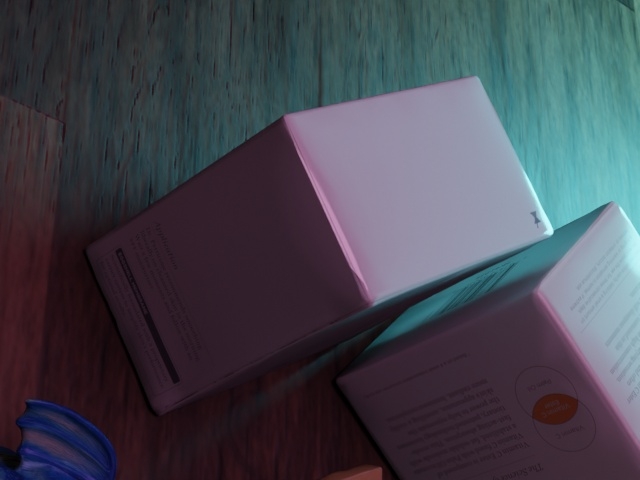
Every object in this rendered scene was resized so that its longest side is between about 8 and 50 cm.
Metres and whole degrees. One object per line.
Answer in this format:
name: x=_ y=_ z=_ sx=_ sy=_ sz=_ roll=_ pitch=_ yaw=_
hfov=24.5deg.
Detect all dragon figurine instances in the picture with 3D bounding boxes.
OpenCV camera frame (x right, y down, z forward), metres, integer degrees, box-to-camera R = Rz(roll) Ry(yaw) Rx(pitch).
dragon figurine: x=-0.179 y=0.151 z=0.879 sx=0.289 sy=0.085 sz=0.144 roll=48 pitch=40 yaw=-21

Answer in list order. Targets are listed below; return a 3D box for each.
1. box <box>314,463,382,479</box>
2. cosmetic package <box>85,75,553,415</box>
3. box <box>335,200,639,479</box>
box: x=-0.026 y=0.246 z=0.968 sx=0.201 sy=0.021 sz=0.164 roll=-7 pitch=101 yaw=-53
cosmetic package: x=0.000 y=0.000 z=1.043 sx=0.224 sy=0.225 sz=0.138 roll=-17 pitch=82 yaw=-50
box: x=0.214 y=0.181 z=1.167 sx=0.345 sy=0.215 sz=0.168 roll=57 pitch=40 yaw=-5
